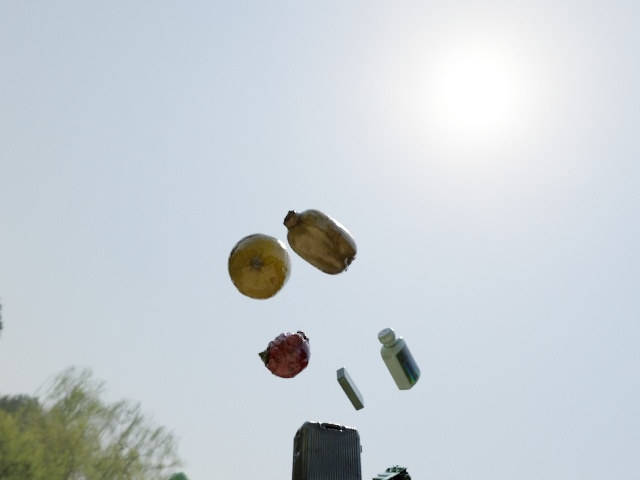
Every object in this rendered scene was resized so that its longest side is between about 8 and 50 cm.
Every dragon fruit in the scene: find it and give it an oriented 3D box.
[{"bbox_3d":[-0.125,0.437,2.108,0.172,0.209,0.172,47,-28,34],"label":"dragon fruit"}]

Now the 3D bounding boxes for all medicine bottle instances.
[{"bbox_3d":[0.290,0.437,2.072,0.083,0.121,0.229,-19,-75,41],"label":"medicine bottle"}]

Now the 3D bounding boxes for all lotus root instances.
[{"bbox_3d":[0.000,0.000,1.723,0.284,0.160,0.146,37,-29,-21],"label":"lotus root"}]

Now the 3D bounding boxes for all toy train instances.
[{"bbox_3d":[0.226,0.774,1.776,0.071,0.111,0.170,68,-25,14],"label":"toy train"}]

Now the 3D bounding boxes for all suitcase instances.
[{"bbox_3d":[0.016,0.685,1.587,0.202,0.312,0.128,13,-44,-14],"label":"suitcase"}]

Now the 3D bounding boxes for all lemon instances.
[{"bbox_3d":[-0.216,0.098,1.963,0.228,0.228,0.253,21,-39,14],"label":"lemon"}]

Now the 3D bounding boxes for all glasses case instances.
[{"bbox_3d":[0.125,0.620,2.308,0.039,0.078,0.184,-27,-70,9],"label":"glasses case"}]

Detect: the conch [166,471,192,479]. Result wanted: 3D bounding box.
[{"bbox_3d":[-0.486,0.874,1.933,0.170,0.106,0.079,20,-65,42],"label":"conch"}]
